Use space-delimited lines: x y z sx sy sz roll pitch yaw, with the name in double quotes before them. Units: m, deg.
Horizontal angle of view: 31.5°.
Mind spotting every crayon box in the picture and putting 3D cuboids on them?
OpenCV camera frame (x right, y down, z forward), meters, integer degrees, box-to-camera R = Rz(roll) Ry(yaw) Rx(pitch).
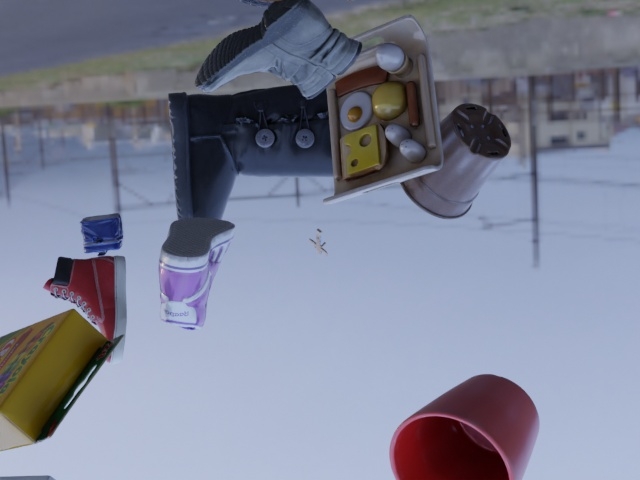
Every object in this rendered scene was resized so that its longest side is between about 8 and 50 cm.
"crayon box" -0.450 0.217 1.721 0.318 0.081 0.202 -20 -150 46

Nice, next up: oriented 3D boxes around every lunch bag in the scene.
"lunch bag" -0.373 -0.008 1.940 0.067 0.065 0.098 -8 -171 -3

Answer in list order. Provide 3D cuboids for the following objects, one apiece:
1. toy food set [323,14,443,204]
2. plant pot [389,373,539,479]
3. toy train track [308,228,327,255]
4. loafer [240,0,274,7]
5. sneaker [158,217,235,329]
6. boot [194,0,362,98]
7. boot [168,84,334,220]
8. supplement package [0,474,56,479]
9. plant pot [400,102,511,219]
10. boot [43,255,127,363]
"toy food set" 0.088 -0.227 1.996 0.219 0.306 0.092 -18 153 29
"plant pot" 0.316 0.413 2.324 0.275 0.275 0.243 2 -158 34
"toy train track" 0.000 0.000 2.104 0.048 0.083 0.014 39 -112 20
"loafer" -0.178 -0.544 1.982 0.366 0.130 0.134 31 150 -8
"sneaker" -0.215 0.058 1.894 0.102 0.161 0.282 7 -162 9
"boot" -0.066 -0.271 1.789 0.246 0.161 0.083 -32 -144 25
"boot" -0.084 -0.144 2.386 0.445 0.367 0.146 -4 -173 -8
"supplement package" -0.554 0.587 2.056 0.199 0.263 0.198 -6 144 22
"plant pot" 0.249 -0.150 2.056 0.167 0.167 0.165 -8 154 -35
"boot" -0.506 0.150 2.442 0.176 0.244 0.088 -1 158 -16
